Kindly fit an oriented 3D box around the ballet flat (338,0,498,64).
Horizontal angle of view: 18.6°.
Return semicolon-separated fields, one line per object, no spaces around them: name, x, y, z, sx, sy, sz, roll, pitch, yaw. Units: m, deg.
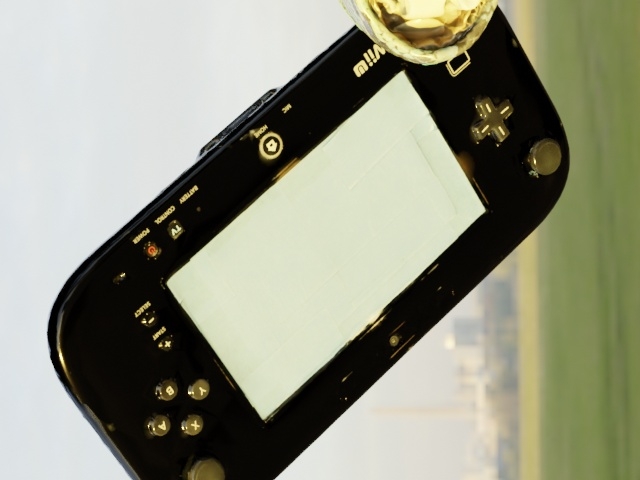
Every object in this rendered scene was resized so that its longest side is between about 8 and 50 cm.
ballet flat;0.034;-0.139;0.605;0.070;0.070;0.188;-82;-11;-55

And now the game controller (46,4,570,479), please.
game controller;0.000;0.000;1.039;0.319;0.067;0.166;-43;-53;-19
